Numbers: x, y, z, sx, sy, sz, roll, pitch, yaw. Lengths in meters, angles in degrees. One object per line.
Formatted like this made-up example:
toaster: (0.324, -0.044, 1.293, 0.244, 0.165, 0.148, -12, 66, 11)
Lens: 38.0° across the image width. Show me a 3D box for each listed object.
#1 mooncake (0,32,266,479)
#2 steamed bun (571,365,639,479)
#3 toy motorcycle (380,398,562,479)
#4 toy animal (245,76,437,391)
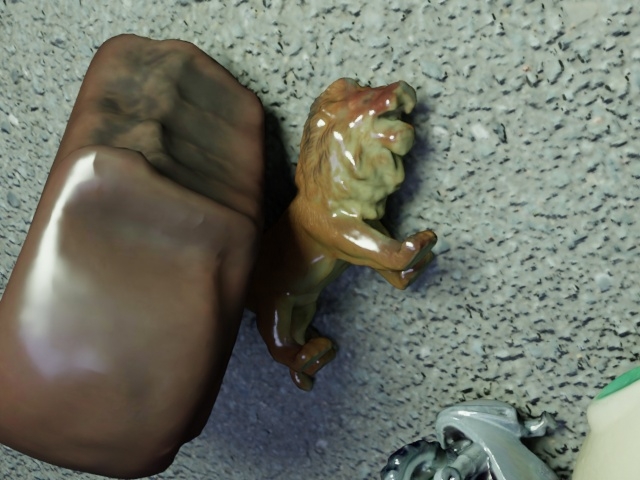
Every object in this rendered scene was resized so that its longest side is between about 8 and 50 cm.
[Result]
mooncake: (-0.141, 0.005, 0.719, 0.174, 0.326, 0.333, 21, 87, -14)
steamed bun: (0.262, 0.162, 0.653, 0.130, 0.177, 0.228, -115, 23, -46)
toy motorcycle: (0.170, 0.230, 0.754, 0.270, 0.159, 0.106, 36, 136, -9)
toy animal: (0.000, 0.000, 0.774, 0.157, 0.097, 0.312, 52, 129, 14)
